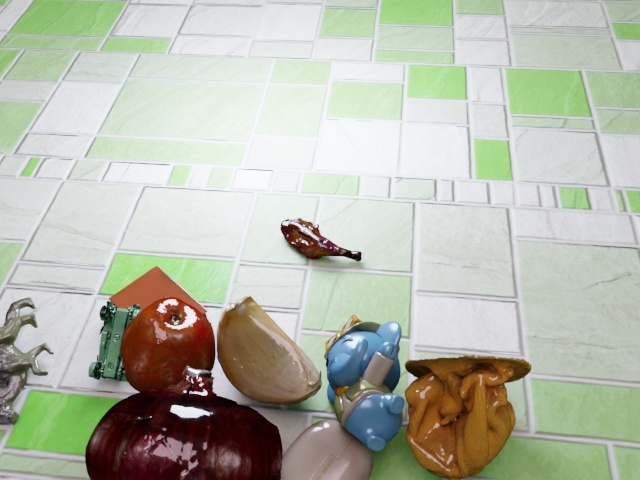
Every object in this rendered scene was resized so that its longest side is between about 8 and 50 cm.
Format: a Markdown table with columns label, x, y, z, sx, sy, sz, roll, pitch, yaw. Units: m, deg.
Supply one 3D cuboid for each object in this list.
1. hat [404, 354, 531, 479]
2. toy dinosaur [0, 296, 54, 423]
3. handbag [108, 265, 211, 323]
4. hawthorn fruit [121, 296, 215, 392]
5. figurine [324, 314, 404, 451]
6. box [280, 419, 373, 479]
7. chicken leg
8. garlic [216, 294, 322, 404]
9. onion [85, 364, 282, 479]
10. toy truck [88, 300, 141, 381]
| label | x | y | z | sx | sy | sz | roll | pitch | yaw |
| --- | --- | --- | --- | --- | --- | --- | --- | --- | --- |
| hat | 0.246 | 0.328 | 1.081 | 0.244 | 0.233 | 0.233 | -17 | 60 | 44 |
| toy dinosaur | -0.627 | 0.218 | 1.284 | 0.162 | 0.077 | 0.294 | -25 | 53 | -18 |
| handbag | -0.332 | 0.147 | 1.347 | 0.190 | 0.062 | 0.127 | 33 | 58 | 32 |
| hawthorn fruit | -0.277 | 0.194 | 1.176 | 0.189 | 0.189 | 0.189 | -1 | 49 | 2 |
| figurine | 0.086 | 0.240 | 1.146 | 0.154 | 0.180 | 0.262 | 4 | 17 | -15 |
| box | -0.001 | 0.397 | 1.088 | 0.146 | 0.088 | 0.200 | 27 | 56 | 23 |
| chicken leg | -0.006 | 0.002 | 1.467 | 0.205 | 0.053 | 0.093 | 39 | 46 | 26 |
| garlic | -0.094 | 0.216 | 1.206 | 0.245 | 0.164 | 0.145 | 39 | 45 | 25 |
| onion | -0.206 | 0.318 | 1.020 | 0.314 | 0.314 | 0.232 | 8 | 83 | 10 |
| toy truck | -0.396 | 0.200 | 1.277 | 0.080 | 0.078 | 0.154 | 7 | 80 | 0 |
